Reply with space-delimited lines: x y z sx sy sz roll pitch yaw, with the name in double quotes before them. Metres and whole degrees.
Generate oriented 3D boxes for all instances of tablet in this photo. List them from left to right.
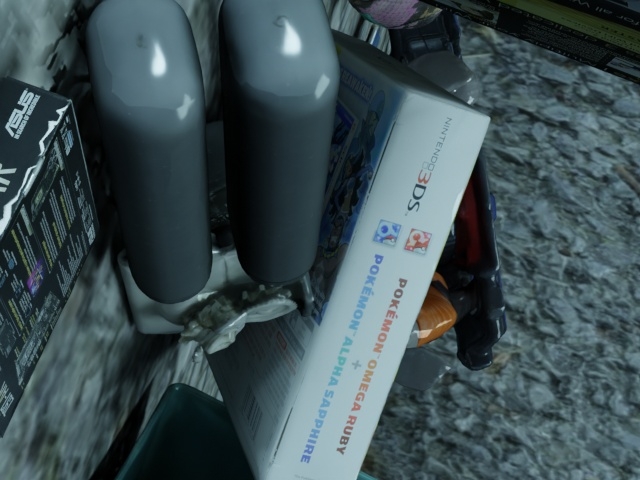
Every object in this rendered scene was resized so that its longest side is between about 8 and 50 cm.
"tablet" 0.033 -0.135 1.168 0.054 0.006 0.083 22 88 -85

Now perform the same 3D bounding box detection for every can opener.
"can opener" -0.041 -0.021 0.495 0.280 0.074 0.093 103 -25 -74

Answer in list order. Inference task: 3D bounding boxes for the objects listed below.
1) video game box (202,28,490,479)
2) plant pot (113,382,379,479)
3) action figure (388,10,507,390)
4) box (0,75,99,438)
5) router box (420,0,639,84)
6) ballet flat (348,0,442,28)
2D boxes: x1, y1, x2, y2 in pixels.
"video game box" 0.000 0.000 0.681 0.205 0.048 0.187 -127 -128 -68
"plant pot" -0.063 0.233 0.706 0.234 0.166 0.165 -64 179 32
"action figure" 0.038 -0.059 1.009 0.330 0.179 0.341 -174 -105 -88
"box" -0.079 0.007 0.352 0.083 0.018 0.067 99 12 -69
"router box" 0.146 -0.124 0.609 0.243 0.309 0.081 -6 117 -86
"ballet flat" 0.069 -0.229 0.823 0.079 0.077 0.221 -12 125 -62
